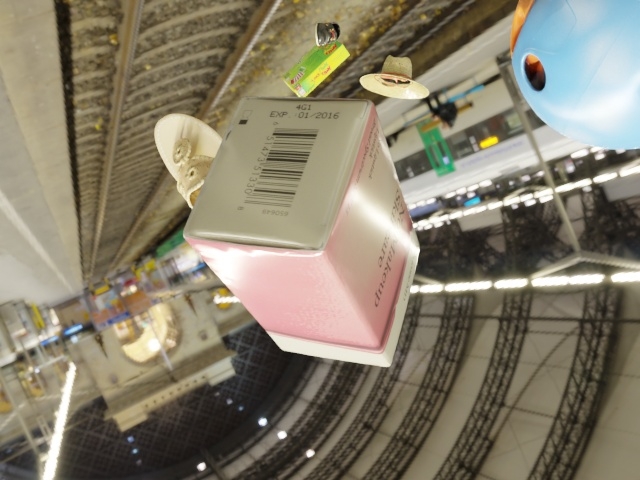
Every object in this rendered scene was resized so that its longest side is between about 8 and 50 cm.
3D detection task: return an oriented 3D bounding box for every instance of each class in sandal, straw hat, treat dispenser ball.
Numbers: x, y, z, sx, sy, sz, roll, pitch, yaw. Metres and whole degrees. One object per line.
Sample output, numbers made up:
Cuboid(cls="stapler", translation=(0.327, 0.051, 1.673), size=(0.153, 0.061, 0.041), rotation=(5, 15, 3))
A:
Cuboid(cls="sandal", translation=(-0.143, -0.069, 0.883), size=(0.088, 0.240, 0.079), rotation=(-33, -173, 6))
Cuboid(cls="straw hat", translation=(0.147, -0.323, 1.271), size=(0.144, 0.061, 0.144), rotation=(10, 178, 0))
Cuboid(cls="treat dispenser ball", translation=(0.390, -0.260, 0.838), size=(0.288, 0.288, 0.288), rotation=(-24, -177, 1))

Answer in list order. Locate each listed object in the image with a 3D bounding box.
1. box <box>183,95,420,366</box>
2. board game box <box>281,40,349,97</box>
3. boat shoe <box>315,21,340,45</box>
Cuboid(cls="box", translation=(0.000, 0.000, 0.607), size=(0.126, 0.149, 0.232), rotation=(6, 152, 23))
Cuboid(cls="board game box", translation=(-0.015, -0.488, 1.851), size=(0.181, 0.043, 0.092), rotation=(-43, -134, 5))
Cuboid(cls="boat shoe", translation=(0.016, -0.469, 1.492), size=(0.042, 0.049, 0.133), rotation=(1, -157, 14))
